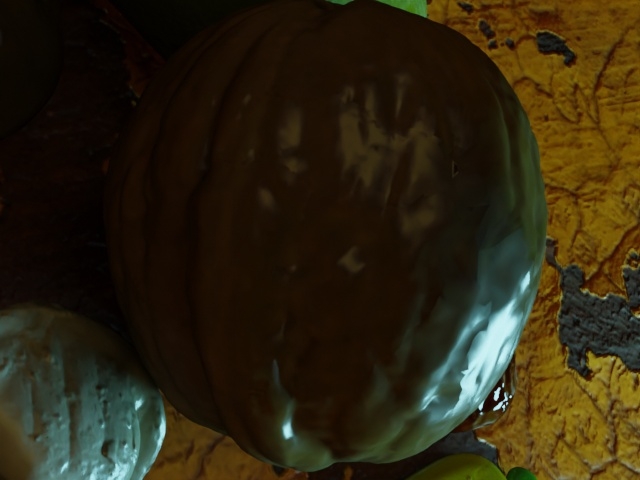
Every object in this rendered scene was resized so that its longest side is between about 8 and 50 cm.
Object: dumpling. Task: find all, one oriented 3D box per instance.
[{"bbox_3d":[-0.180,0.114,1.037,0.176,0.092,0.150,49,49,-12],"label":"dumpling"}]

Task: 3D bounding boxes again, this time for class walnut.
[{"bbox_3d":[0.000,0.000,1.049,0.332,0.333,0.333,12,68,-32],"label":"walnut"}]

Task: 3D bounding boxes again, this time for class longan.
[{"bbox_3d":[-0.250,-0.145,1.025,0.167,0.167,0.187,-2,33,-35],"label":"longan"}]

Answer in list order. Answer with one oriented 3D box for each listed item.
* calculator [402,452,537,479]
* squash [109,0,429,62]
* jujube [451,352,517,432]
[{"bbox_3d":[0.108,0.252,1.231,0.235,0.032,0.146,-26,91,-36],"label":"calculator"},{"bbox_3d":[-0.047,-0.227,1.182,0.309,0.233,0.210,45,6,-47],"label":"squash"},{"bbox_3d":[0.096,0.069,1.239,0.112,0.109,0.176,-22,99,-19],"label":"jujube"}]
